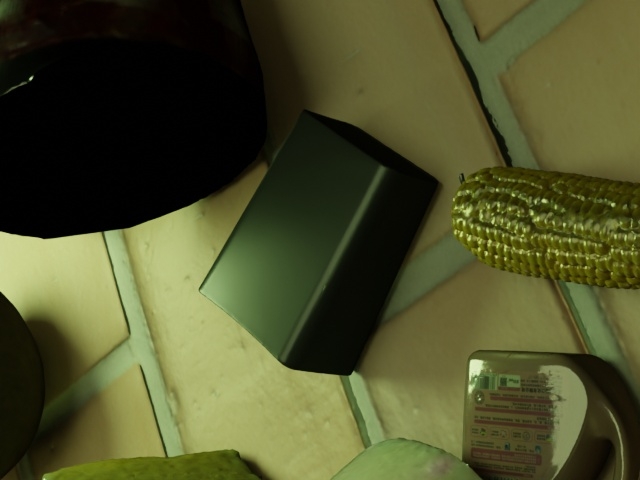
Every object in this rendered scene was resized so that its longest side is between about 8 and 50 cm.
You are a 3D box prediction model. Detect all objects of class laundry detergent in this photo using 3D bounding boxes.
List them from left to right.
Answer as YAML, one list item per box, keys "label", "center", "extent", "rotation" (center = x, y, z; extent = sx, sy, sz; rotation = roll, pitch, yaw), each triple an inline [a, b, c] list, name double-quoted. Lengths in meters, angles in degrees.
- label: "laundry detergent"
  center: [0.203, 0.217, 1.192]
  extent: [0.171, 0.076, 0.237]
  rotation: [-4, 82, 44]

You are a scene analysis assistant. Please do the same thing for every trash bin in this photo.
- label: "trash bin"
  center: [0.000, 0.000, 1.390]
  extent: [0.165, 0.115, 0.225]
  rotation: [38, 107, 39]

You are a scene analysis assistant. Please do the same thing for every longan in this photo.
- label: "longan"
  center: [-0.485, 0.186, 1.721]
  extent: [0.300, 0.243, 0.300]
  rotation: [-25, 56, 44]

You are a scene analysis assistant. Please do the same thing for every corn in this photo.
- label: "corn"
  center: [0.237, -0.007, 1.182]
  extent: [0.310, 0.101, 0.101]
  rotation: [13, 92, 42]

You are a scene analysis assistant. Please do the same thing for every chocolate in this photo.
- label: "chocolate"
  center: [-0.257, -0.228, 1.492]
  extent: [0.384, 0.384, 0.331]
  rotation: [-31, 64, 35]

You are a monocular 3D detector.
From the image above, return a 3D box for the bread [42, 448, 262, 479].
- label: "bread"
  center: [-0.239, 0.394, 1.416]
  extent: [0.239, 0.264, 0.395]
  rotation: [30, 98, 56]

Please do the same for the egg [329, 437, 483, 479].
- label: "egg"
  center: [0.046, 0.357, 1.189]
  extent: [0.337, 0.201, 0.336]
  rotation: [18, 113, 50]
